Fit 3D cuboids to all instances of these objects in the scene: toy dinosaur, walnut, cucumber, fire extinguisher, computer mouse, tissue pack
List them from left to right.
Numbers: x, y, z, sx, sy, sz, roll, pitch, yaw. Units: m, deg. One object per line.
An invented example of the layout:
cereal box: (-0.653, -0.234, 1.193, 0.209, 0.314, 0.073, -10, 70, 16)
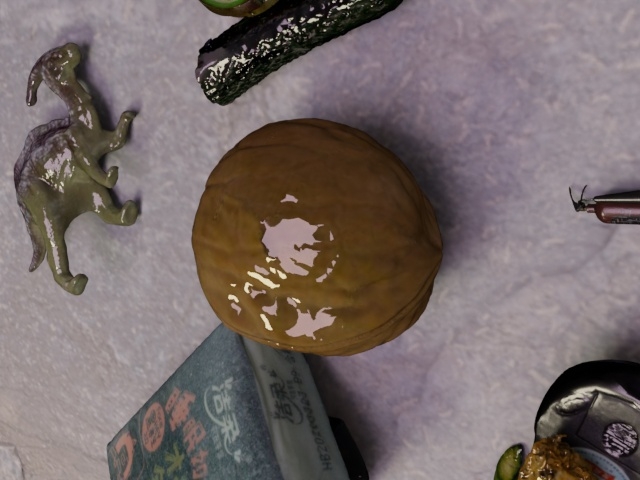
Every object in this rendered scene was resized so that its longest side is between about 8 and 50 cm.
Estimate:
toy dinosaur: (-0.288, -0.074, 0.989, 0.162, 0.077, 0.294, 27, 104, 26)
tissue pack: (-0.117, 0.252, 0.927, 0.315, 0.103, 0.228, -46, 52, 35)
cucumber: (-0.017, -0.202, 0.787, 0.245, 0.067, 0.067, -23, 94, 33)
walnut: (0.000, 0.000, 0.764, 0.228, 0.228, 0.228, 11, 112, 28)
computer mouse: (0.249, 0.189, 0.740, 0.137, 0.096, 0.233, 37, 133, 25)
fire extinguisher: (0.248, -0.028, 0.695, 0.100, 0.046, 0.032, 4, 96, 29)

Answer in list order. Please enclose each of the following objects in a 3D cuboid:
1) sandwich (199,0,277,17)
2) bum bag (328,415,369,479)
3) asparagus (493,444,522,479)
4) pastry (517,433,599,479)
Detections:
sandwich: (-0.087, -0.246, 0.803, 0.067, 0.029, 0.135, -44, 50, 13)
bum bag: (-0.043, 0.310, 0.971, 0.137, 0.074, 0.310, 42, 118, 30)
asparagus: (0.179, 0.310, 0.865, 0.034, 0.027, 0.236, 17, 115, 37)
pastry: (0.187, 0.227, 0.709, 0.080, 0.056, 0.140, 45, 142, 29)
